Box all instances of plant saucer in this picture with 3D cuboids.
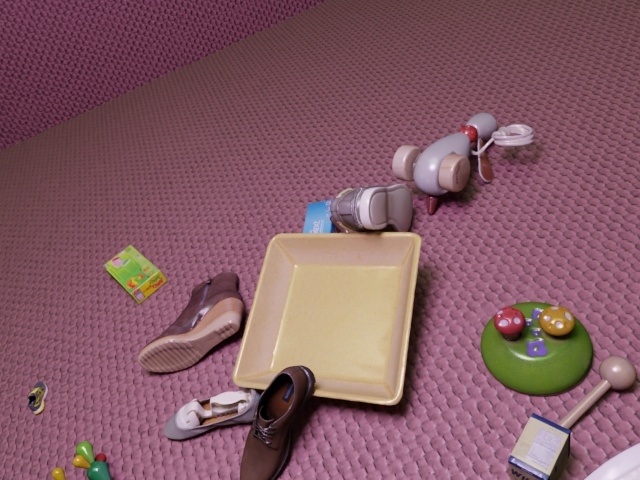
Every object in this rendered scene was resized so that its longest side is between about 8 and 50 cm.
[{"bbox_3d":[0.025,0.147,1.040,0.332,0.081,0.333,0,60,24],"label":"plant saucer"}]

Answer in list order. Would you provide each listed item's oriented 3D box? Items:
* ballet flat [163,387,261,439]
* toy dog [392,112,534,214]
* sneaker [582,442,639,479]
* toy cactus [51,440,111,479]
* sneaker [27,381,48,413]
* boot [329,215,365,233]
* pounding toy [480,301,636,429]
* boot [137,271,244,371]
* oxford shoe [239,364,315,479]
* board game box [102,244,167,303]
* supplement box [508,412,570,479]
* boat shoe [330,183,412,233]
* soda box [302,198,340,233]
[{"bbox_3d":[-0.211,0.321,1.010,0.213,0.068,0.072,-15,42,9],"label":"ballet flat"},{"bbox_3d":[0.324,-0.177,1.267,0.333,0.161,0.220,-21,36,-20],"label":"toy dog"},{"bbox_3d":[0.368,0.377,0.680,0.290,0.106,0.123,-38,46,-1],"label":"sneaker"},{"bbox_3d":[-0.397,0.468,0.937,0.180,0.112,0.219,-3,39,-6],"label":"toy cactus"},{"bbox_3d":[-0.638,0.348,1.197,0.031,0.035,0.083,-26,41,-5],"label":"sneaker"},{"bbox_3d":[0.063,0.003,1.204,0.037,0.106,0.114,-43,28,37],"label":"boot"},{"bbox_3d":[0.373,0.169,0.879,0.182,0.110,0.237,-30,42,-8],"label":"pounding toy"},{"bbox_3d":[-0.288,0.180,1.204,0.248,0.090,0.207,-24,29,0],"label":"boot"},{"bbox_3d":[-0.091,0.317,0.899,0.082,0.096,0.227,18,84,25],"label":"oxford shoe"},{"bbox_3d":[-0.489,0.086,1.398,0.092,0.043,0.181,-43,45,-20],"label":"board game box"},{"bbox_3d":[0.318,0.315,0.770,0.056,0.083,0.083,19,56,38],"label":"supplement box"},{"bbox_3d":[0.122,-0.068,1.137,0.091,0.109,0.305,1,2,27],"label":"boat shoe"},{"bbox_3d":[0.000,0.000,1.253,0.071,0.067,0.210,-8,43,17],"label":"soda box"}]
